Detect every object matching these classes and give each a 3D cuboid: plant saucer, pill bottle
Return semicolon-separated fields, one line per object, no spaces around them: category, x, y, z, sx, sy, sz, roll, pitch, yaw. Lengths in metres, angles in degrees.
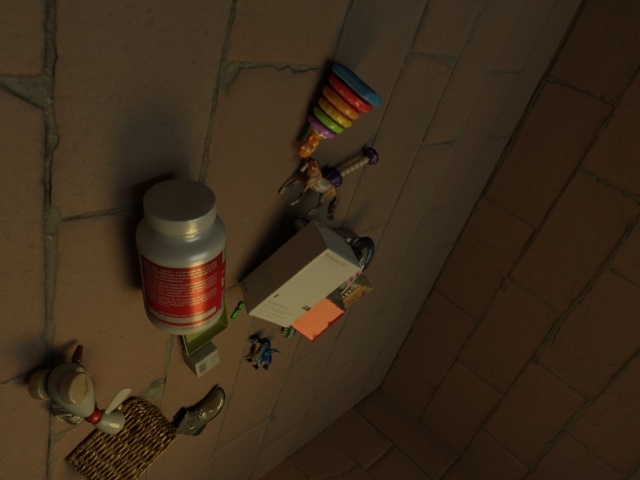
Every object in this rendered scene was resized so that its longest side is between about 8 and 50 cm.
plant saucer;-0.412;0.290;1.806;0.188;0.045;0.188;-34;148;-31
pill bottle;-0.369;0.047;1.383;0.229;0.229;0.407;-30;146;-36

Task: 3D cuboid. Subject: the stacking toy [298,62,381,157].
stacking toy;0.029;-0.379;1.601;0.301;0.166;0.175;-49;167;18

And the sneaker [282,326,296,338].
sneaker;-0.114;0.361;2.345;0.188;0.067;0.078;-62;172;15

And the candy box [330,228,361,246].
candy box;0.065;0.034;2.202;0.234;0.071;0.159;5;121;-58

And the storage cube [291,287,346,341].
storage cube;-0.036;0.248;2.064;0.215;0.183;0.193;39;107;-22

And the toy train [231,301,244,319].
toy train;-0.316;0.269;1.960;0.024;0.017;0.083;15;111;-50

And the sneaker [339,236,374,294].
sneaker;0.106;0.117;2.165;0.131;0.112;0.318;7;121;-55

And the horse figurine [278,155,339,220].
horse figurine;-0.016;-0.170;1.764;0.174;0.066;0.263;-45;133;12

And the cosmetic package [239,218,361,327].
cosmetic package;-0.074;0.125;1.840;0.385;0.156;0.217;-40;138;20

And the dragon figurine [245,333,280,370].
dragon figurine;-0.237;0.492;2.271;0.144;0.085;0.289;-53;151;2

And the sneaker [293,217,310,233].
sneaker;0.000;0.000;1.971;0.128;0.126;0.321;-35;142;-7

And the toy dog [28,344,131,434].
toy dog;-0.661;0.419;1.463;0.333;0.220;0.160;99;6;-55

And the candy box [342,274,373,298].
candy box;0.105;0.228;2.420;0.183;0.087;0.316;-36;157;16

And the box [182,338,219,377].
box;-0.436;0.423;1.881;0.102;0.087;0.101;-35;148;-32

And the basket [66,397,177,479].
basket;-0.694;0.720;1.836;0.299;0.223;0.213;-45;-175;-13

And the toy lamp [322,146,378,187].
toy lamp;0.102;-0.265;1.902;0.275;0.080;0.080;-36;148;-34

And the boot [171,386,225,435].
boot;-0.511;0.714;2.129;0.246;0.083;0.161;-54;147;0
